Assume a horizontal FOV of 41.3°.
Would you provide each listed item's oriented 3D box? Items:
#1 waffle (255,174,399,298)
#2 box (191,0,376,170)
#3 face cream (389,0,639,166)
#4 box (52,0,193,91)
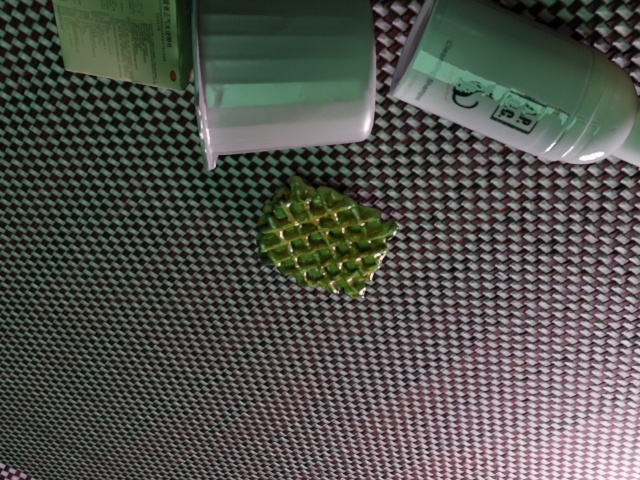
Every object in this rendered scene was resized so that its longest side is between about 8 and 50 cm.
[{"bbox_3d":[0.000,-0.002,1.339,0.204,0.054,0.223,20,135,-4],"label":"waffle"},{"bbox_3d":[-0.044,-0.230,1.018,0.206,0.262,0.291,-1,93,-4],"label":"box"},{"bbox_3d":[0.279,-0.170,1.011,0.369,0.145,0.145,21,137,-5],"label":"face cream"},{"bbox_3d":[-0.240,-0.307,1.059,0.168,0.095,0.212,13,138,5],"label":"box"}]
